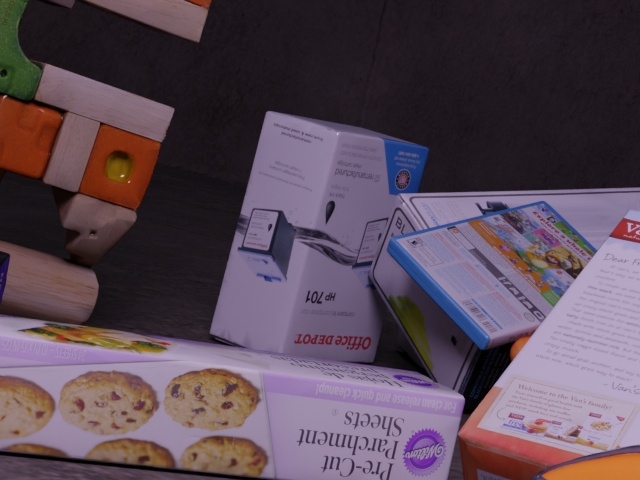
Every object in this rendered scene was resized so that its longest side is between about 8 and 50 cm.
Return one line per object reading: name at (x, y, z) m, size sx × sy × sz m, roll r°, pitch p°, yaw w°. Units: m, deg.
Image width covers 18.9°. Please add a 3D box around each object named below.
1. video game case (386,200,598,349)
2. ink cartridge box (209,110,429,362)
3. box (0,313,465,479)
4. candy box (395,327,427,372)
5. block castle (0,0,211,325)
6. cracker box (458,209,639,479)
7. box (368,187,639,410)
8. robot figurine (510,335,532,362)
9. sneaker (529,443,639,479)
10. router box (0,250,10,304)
video game case at (0.147, 0.024, 1.458) m, size 0.166 × 0.015 × 0.119 m, roll -14°, pitch 47°, yaw -38°
ink cartridge box at (0.000, 0.000, 1.571) m, size 0.082 × 0.190 × 0.139 m, roll 17°, pitch 7°, yaw 35°
box at (-0.073, 0.091, 1.073) m, size 0.324 × 0.067 × 0.063 m, roll 11°, pitch 6°, yaw -29°
candy box at (0.179, 0.092, 1.668) m, size 0.196 × 0.070 × 0.165 m, roll 11°, pitch 6°, yaw -12°
block castle at (-0.254, -0.173, 1.452) m, size 0.213 × 0.453 × 0.303 m, roll 18°, pitch 2°, yaw -32°
cracker box at (0.205, 0.085, 1.128) m, size 0.156 × 0.067 × 0.232 m, roll 15°, pitch 44°, yaw 30°
box at (0.204, 0.041, 1.552) m, size 0.290 × 0.087 × 0.169 m, roll -3°, pitch 41°, yaw -29°
robot figurine at (0.233, 0.101, 1.370) m, size 0.158 × 0.128 × 0.219 m, roll 53°, pitch 17°, yaw 14°
sneaker at (0.163, 0.148, 0.670) m, size 0.321 × 0.124 × 0.180 m, roll 17°, pitch 5°, yaw 41°
router box at (-0.363, 0.017, 1.101) m, size 0.309 × 0.081 × 0.243 m, roll 13°, pitch 5°, yaw 7°
